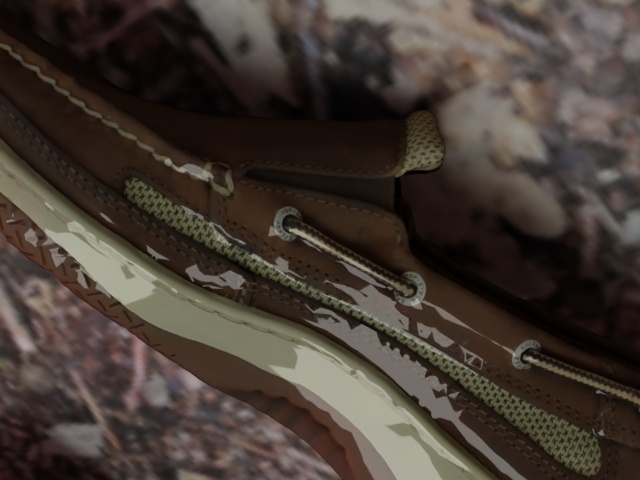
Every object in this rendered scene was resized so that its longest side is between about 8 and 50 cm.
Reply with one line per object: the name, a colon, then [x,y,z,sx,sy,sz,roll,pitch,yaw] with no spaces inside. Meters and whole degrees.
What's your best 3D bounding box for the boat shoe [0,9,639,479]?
boat shoe: [0.000,-0.001,0.457,0.257,0.095,0.095,37,97,-7]
